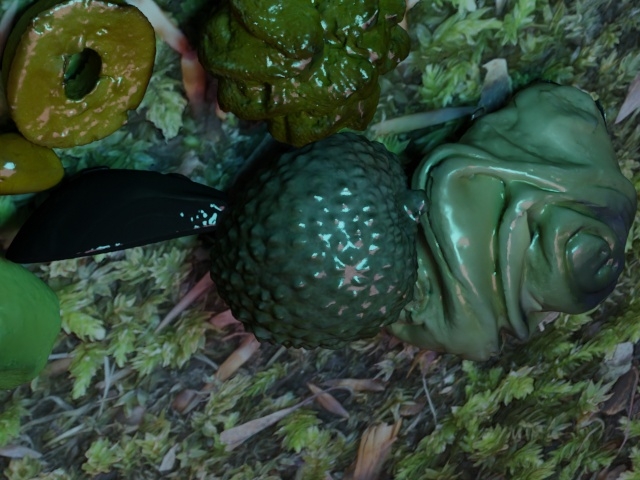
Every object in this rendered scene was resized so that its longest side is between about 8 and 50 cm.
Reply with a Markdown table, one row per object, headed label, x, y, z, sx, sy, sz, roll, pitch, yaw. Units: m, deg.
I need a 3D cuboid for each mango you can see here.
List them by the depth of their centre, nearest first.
| label | x | y | z | sx | sy | sz | roll | pitch | yaw |
| --- | --- | --- | --- | --- | --- | --- | --- | --- | --- |
| mango | -0.323 | -0.078 | 2.001 | 0.114 | 0.060 | 0.080 | -4 | 161 | -40 |

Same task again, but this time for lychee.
| label | x | y | z | sx | sy | sz | roll | pitch | yaw |
| --- | --- | --- | --- | --- | --- | --- | --- | --- | --- |
| lychee | 0.000 | 0.000 | 2.201 | 0.274 | 0.255 | 0.255 | -15 | 142 | 18 |

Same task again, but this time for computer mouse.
| label | x | y | z | sx | sy | sz | roll | pitch | yaw |
| --- | --- | --- | --- | --- | --- | --- | --- | --- | --- |
| computer mouse | -0.217 | -0.034 | 2.060 | 0.264 | 0.147 | 0.088 | -9 | 98 | -33 |

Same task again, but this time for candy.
| label | x | y | z | sx | sy | sz | roll | pitch | yaw |
| --- | --- | --- | --- | --- | --- | --- | --- | --- | --- |
| candy | -0.423 | 0.059 | 2.004 | 0.343 | 0.132 | 0.142 | 28 | 61 | -49 |

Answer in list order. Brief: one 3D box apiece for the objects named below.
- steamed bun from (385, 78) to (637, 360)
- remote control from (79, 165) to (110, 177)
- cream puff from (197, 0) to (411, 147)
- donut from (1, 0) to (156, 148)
| label | x | y | z | sx | sy | sz | roll | pitch | yaw |
| --- | --- | --- | --- | --- | --- | --- | --- | --- | --- |
| steamed bun | 0.261 | -0.004 | 2.352 | 0.394 | 0.237 | 0.346 | -57 | 155 | 1 |
| remote control | -0.260 | -0.043 | 2.123 | 0.039 | 0.014 | 0.096 | -12 | 131 | -32 |
| cream puff | -0.013 | -0.218 | 2.069 | 0.244 | 0.196 | 0.244 | -50 | 166 | -17 |
| donut | -0.259 | -0.185 | 1.974 | 0.162 | 0.065 | 0.178 | 14 | 114 | -38 |
